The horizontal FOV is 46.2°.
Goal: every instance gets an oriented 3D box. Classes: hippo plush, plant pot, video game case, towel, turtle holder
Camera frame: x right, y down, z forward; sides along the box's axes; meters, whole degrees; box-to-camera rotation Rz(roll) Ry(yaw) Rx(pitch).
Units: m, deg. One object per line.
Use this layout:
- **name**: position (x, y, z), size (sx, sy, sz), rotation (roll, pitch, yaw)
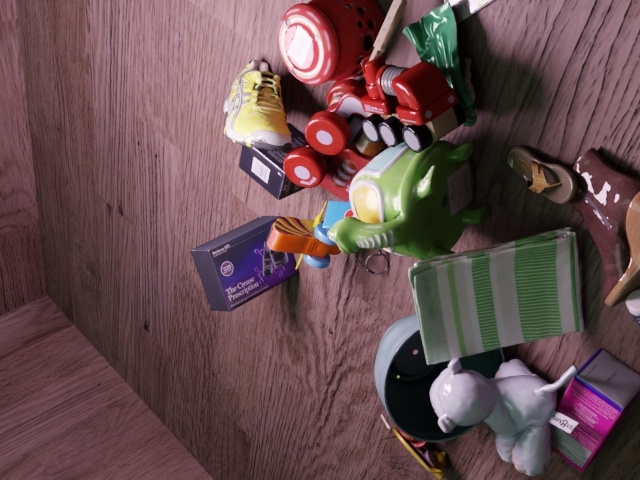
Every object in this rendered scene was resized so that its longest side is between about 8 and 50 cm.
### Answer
- **hippo plush**: position (0.348, 0.360, 1.537), size (0.294, 0.236, 0.234), rotation (149, 124, -79)
- **plant pot**: position (0.247, 0.285, 1.727), size (0.196, 0.293, 0.293), rotation (-141, 35, -69)
- **video game case**: position (0.279, -0.471, 1.402), size (0.122, 0.011, 0.087), rotation (-23, 94, 53)
- **plant pot**: position (0.021, -0.427, 1.596), size (0.191, 0.174, 0.191), rotation (27, 132, 34)
- **towel**: position (0.349, 0.115, 1.476), size (0.038, 0.325, 0.248), rotation (-97, -8, -63)
- **turtle holder**: position (0.172, -0.063, 1.525), size (0.227, 0.320, 0.243), rotation (11, 154, 39)

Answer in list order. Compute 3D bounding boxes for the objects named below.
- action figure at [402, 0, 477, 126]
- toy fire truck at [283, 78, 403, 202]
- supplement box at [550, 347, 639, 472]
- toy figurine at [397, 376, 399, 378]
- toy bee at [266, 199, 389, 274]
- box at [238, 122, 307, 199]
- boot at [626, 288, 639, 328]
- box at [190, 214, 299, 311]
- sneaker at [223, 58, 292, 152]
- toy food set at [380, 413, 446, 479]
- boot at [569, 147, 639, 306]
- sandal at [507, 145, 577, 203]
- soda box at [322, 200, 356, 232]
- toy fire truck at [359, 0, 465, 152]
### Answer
- **action figure**: position (0.252, -0.331, 1.467), size (0.137, 0.063, 0.232), rotation (-19, 91, 60)
- **toy fire truck**: position (0.081, -0.202, 1.703), size (0.254, 0.169, 0.302), rotation (33, 139, -6)
- **supplement box**: position (0.548, 0.347, 1.521), size (0.114, 0.111, 0.220), rotation (38, 137, 27)
- **toy figurine**: position (0.247, 0.423, 1.933), size (0.173, 0.130, 0.159), rotation (33, 148, 63)
- **toy bee**: position (0.000, 0.000, 1.882), size (0.195, 0.298, 0.162), rotation (-45, 31, 18)
- **box**: position (-0.092, -0.199, 1.876), size (0.156, 0.158, 0.093), rotation (41, 137, 26)
- **boot**: position (0.647, 0.122, 1.320), size (0.190, 0.069, 0.086), rotation (-6, 137, 40)
- **box**: position (-0.207, 0.060, 2.086), size (0.103, 0.261, 0.184), rotation (-4, 110, 50)
- **sneaker**: position (-0.152, -0.323, 1.779), size (0.384, 0.145, 0.147), rotation (-121, 45, -56)
- **toy food set**: position (0.262, 0.530, 1.985), size (0.218, 0.071, 0.128), rotation (47, 178, 3)
- **boot**: position (0.523, -0.022, 1.369), size (0.207, 0.090, 0.248), rotation (50, 146, 35)
- **sandal**: position (0.407, -0.122, 1.410), size (0.180, 0.049, 0.072), rotation (46, 142, 45)
- **soda box**: position (0.118, -0.042, 1.730), size (0.210, 0.071, 0.067), rotation (5, 160, 22)
- **toy fire truck**: position (0.162, -0.322, 1.445), size (0.217, 0.158, 0.246), rotation (27, 146, 57)
